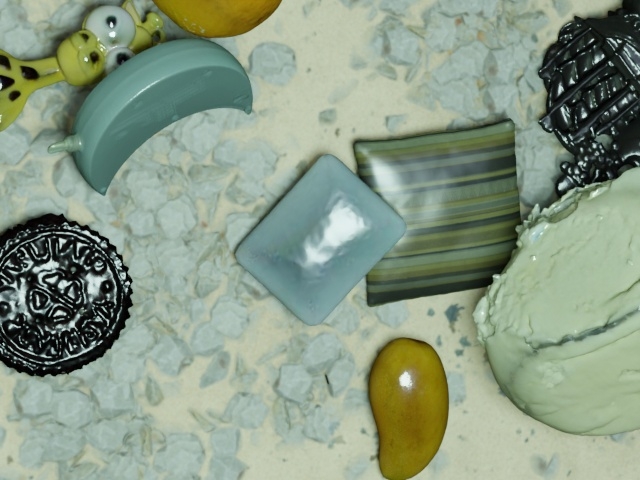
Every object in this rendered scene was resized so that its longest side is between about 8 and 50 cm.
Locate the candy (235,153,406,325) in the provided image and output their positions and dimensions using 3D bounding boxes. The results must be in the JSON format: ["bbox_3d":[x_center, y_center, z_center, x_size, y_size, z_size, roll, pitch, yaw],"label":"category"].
[{"bbox_3d":[0.000,0.000,1.940,0.138,0.071,0.174,43,93,-4],"label":"candy"}]

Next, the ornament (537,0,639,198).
[{"bbox_3d":[0.376,-0.168,2.040,0.260,0.106,0.251,-36,96,-2],"label":"ornament"}]

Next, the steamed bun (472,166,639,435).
[{"bbox_3d":[0.364,0.075,1.963,0.334,0.233,0.312,-21,142,13],"label":"steamed bun"}]

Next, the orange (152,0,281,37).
[{"bbox_3d":[-0.118,-0.319,1.845,0.177,0.155,0.177,-26,121,-52],"label":"orange"}]

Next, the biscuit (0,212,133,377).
[{"bbox_3d":[-0.313,0.067,1.873,0.194,0.053,0.194,-1,95,-16],"label":"biscuit"}]

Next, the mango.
[{"bbox_3d":[0.110,0.210,1.992,0.102,0.085,0.184,-4,101,-15],"label":"mango"}]

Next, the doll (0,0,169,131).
[{"bbox_3d":[-0.308,-0.195,1.838,0.291,0.086,0.117,-18,86,-14],"label":"doll"}]

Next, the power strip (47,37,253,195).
[{"bbox_3d":[-0.196,-0.147,1.848,0.253,0.167,0.054,-29,61,-14],"label":"power strip"}]

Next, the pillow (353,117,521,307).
[{"bbox_3d":[0.149,-0.035,2.000,0.208,0.052,0.212,-8,102,-10],"label":"pillow"}]
